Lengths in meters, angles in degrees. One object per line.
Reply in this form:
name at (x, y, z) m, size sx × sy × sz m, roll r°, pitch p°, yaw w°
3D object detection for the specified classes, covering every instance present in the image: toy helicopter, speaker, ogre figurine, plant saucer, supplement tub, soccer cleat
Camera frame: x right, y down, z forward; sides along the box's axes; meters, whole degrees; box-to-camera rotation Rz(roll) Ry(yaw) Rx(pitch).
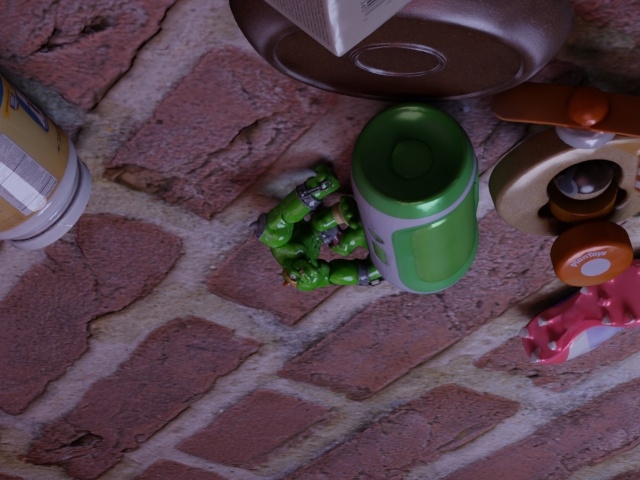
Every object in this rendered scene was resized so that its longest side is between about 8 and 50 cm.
toy helicopter at (0.324, -0.111, 1.399) m, size 0.355 × 0.140 × 0.235 m, roll -27°, pitch 141°, yaw 23°
speaker at (0.102, -0.037, 1.499) m, size 0.131 × 0.131 × 0.296 m, roll 2°, pitch 161°, yaw 7°
ogre figurine at (0.000, 0.000, 1.662) m, size 0.118 × 0.096 × 0.197 m, roll -23°, pitch 157°, yaw 12°
plant saucer at (0.071, -0.181, 1.290) m, size 0.311 × 0.050 × 0.310 m, roll 3°, pitch 168°, yaw 1°
supplement tub at (-0.349, -0.090, 1.513) m, size 0.144 × 0.144 × 0.199 m, roll -12°, pitch 145°, yaw 26°
soccer cleat at (0.353, 0.086, 1.769) m, size 0.095 × 0.083 × 0.248 m, roll -6°, pitch 158°, yaw -45°

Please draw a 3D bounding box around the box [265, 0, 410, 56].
box at (-0.051, -0.264, 1.075) m, size 0.275 × 0.094 × 0.113 m, roll 42°, pitch 161°, yaw 26°
